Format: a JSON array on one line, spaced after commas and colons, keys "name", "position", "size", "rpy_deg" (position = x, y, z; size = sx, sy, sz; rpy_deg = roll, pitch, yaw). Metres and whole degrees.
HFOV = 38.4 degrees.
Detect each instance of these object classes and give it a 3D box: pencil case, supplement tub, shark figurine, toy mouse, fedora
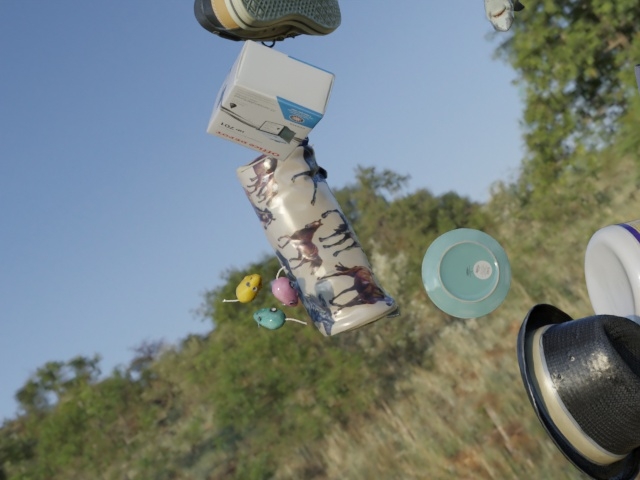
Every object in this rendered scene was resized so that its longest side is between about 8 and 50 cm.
[{"name": "pencil case", "position": [0.000, 0.000, 1.823], "size": [0.183, 0.410, 0.160], "rpy_deg": [-25, -6, -23]}, {"name": "supplement tub", "position": [0.692, 0.058, 1.712], "size": [0.331, 0.241, 0.241], "rpy_deg": [-13, -11, -7]}, {"name": "shark figurine", "position": [0.408, -0.522, 1.844], "size": [0.278, 0.166, 0.116], "rpy_deg": [-53, -50, -5]}, {"name": "toy mouse", "position": [-0.083, 0.116, 1.642], "size": [0.161, 0.143, 0.031], "rpy_deg": [-45, 9, 34]}, {"name": "fedora", "position": [0.475, 0.232, 1.501], "size": [0.152, 0.334, 0.334], "rpy_deg": [-33, -6, 38]}]

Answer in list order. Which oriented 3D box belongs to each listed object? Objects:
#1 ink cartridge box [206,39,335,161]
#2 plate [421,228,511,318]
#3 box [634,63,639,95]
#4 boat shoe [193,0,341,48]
[{"name": "ink cartridge box", "position": [-0.079, -0.205, 1.385], "size": [0.190, 0.139, 0.082], "rpy_deg": [139, 147, -65]}, {"name": "plate", "position": [0.301, 0.065, 1.879], "size": [0.188, 0.188, 0.024], "rpy_deg": [-32, -8, -10]}, {"name": "box", "position": [0.639, -0.186, 1.515], "size": [0.142, 0.247, 0.163], "rpy_deg": [-22, 19, -7]}, {"name": "boat shoe", "position": [-0.107, -0.542, 2.096], "size": [0.156, 0.187, 0.500], "rpy_deg": [-11, 8, 32]}]
